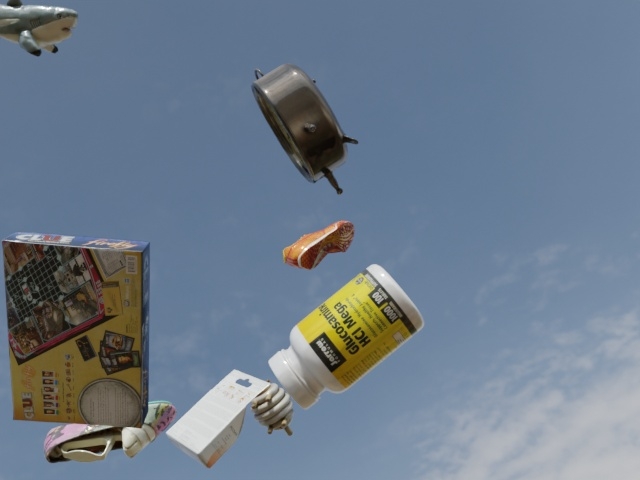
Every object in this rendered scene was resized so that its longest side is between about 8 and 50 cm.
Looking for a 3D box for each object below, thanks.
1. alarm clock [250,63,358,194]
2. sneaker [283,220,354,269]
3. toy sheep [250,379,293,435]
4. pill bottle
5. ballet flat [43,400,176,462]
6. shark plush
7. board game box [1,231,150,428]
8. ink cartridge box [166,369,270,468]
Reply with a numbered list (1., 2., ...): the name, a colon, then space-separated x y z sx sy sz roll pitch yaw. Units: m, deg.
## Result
1. alarm clock: -0.030 -0.144 0.718 0.064 0.192 0.129 -35 -38 -6
2. sneaker: 0.000 0.000 1.161 0.175 0.067 0.064 -23 -61 -46
3. toy sheep: -0.095 0.334 1.258 0.091 0.091 0.132 -27 -84 3
4. pill bottle: 0.054 0.223 1.438 0.334 0.188 0.188 -39 -51 -2
5. ballet flat: -0.353 0.335 1.072 0.222 0.079 0.076 -10 -59 -10
6. shark plush: -0.399 -0.296 0.820 0.161 0.073 0.067 25 -72 1
7. board game box: -0.300 0.115 0.793 0.165 0.042 0.243 5 -73 -3
8. ink cartridge box: -0.184 0.326 1.180 0.179 0.145 0.045 -39 -68 -29
